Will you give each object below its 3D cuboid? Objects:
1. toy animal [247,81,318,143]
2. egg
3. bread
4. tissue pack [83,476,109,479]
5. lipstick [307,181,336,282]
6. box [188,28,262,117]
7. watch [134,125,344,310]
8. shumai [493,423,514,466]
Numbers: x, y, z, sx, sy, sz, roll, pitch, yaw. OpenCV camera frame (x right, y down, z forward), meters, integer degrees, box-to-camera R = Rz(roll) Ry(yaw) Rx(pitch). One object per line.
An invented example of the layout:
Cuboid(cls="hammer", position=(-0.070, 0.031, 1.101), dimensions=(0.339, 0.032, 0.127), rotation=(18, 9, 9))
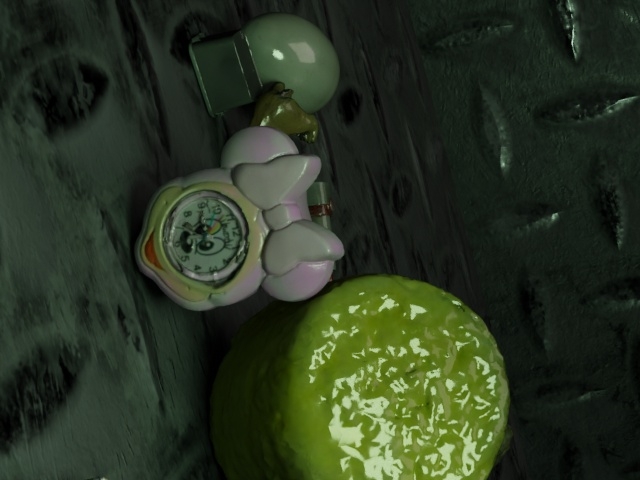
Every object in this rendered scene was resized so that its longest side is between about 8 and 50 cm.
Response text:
Cuboid(cls="toy animal", position=(-0.085, -0.127, 2.000), dimensions=(0.218, 0.103, 0.101), rotation=(-63, 162, -3))
Cuboid(cls="egg", position=(-0.055, -0.272, 2.144), dimensions=(0.209, 0.151, 0.151), rotation=(38, 42, -56))
Cuboid(cls="bread", position=(0.055, 0.211, 1.713), dimensions=(0.308, 0.348, 0.348), rotation=(153, -72, -69))
Cuboid(cls="tissue pack", position=(-0.217, 0.287, 1.365), dimensions=(0.074, 0.059, 0.094), rotation=(49, 32, -55))
Cuboid(cls="lipstick", position=(0.001, 0.000, 2.308), dimensions=(0.063, 0.057, 0.186), rotation=(13, 68, -72))
Cuboid(cls="box", position=(-0.134, -0.243, 2.005), dimensions=(0.084, 0.069, 0.122), rotation=(-63, 138, -67))
Cuboid(cls="watch", position=(-0.084, -0.014, 1.694), dimensions=(0.217, 0.248, 0.210), rotation=(9, 67, -74))
Cuboid(cls="shumai", position=(0.098, 0.282, 2.120), dimensions=(0.288, 0.292, 0.330), rotation=(51, 6, 20))
